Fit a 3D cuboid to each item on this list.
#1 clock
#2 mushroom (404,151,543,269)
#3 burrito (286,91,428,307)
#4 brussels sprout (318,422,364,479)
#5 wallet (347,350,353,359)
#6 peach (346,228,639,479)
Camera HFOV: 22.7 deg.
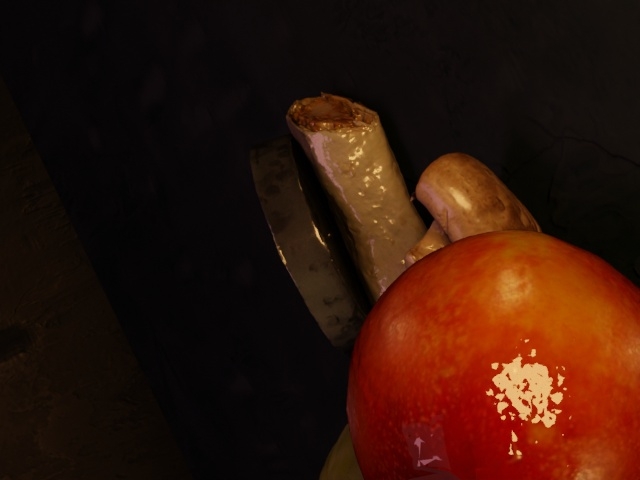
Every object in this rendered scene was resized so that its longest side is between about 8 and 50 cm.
[{"bbox_3d":[-0.002,0.000,2.146,0.313,0.061,0.312,62,-170,-19],"label":"clock"},{"bbox_3d":[0.195,0.027,1.796,0.151,0.156,0.286,34,157,34],"label":"mushroom"},{"bbox_3d":[0.056,-0.059,2.083,0.299,0.105,0.143,65,163,-4],"label":"burrito"},{"bbox_3d":[0.131,0.301,1.970,0.242,0.316,0.274,43,-173,9],"label":"brussels sprout"},{"bbox_3d":[0.002,0.086,2.390,0.285,0.030,0.146,56,171,41],"label":"wallet"},{"bbox_3d":[0.201,0.182,1.600,0.388,0.388,0.388,50,155,34],"label":"peach"}]
